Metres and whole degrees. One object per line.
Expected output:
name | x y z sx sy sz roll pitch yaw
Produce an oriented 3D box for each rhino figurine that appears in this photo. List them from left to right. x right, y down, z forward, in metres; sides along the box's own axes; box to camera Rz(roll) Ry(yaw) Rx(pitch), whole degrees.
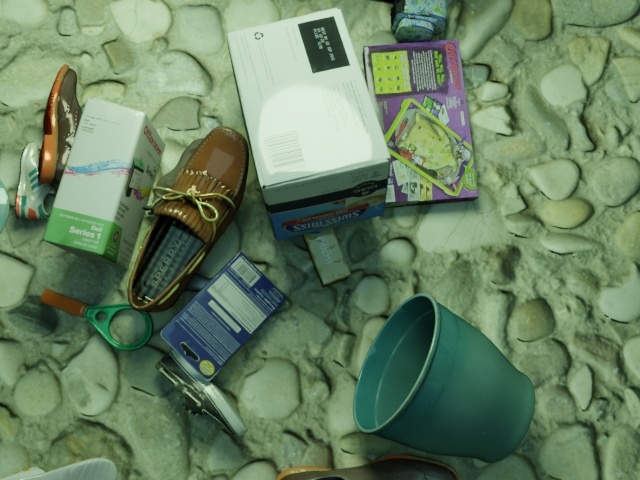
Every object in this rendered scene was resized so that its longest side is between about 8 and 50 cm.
rhino figurine | -0.274 -0.103 1.395 0.106 0.073 0.243 38 83 0

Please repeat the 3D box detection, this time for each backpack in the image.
backpack | 0.209 -0.466 1.457 0.114 0.105 0.084 3 85 -4

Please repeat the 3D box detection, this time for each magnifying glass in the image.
magnifying glass | -0.444 0.150 1.373 0.231 0.026 0.092 20 81 0

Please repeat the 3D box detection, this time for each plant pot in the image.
plant pot | 0.238 0.273 1.268 0.255 0.271 0.272 28 80 -13

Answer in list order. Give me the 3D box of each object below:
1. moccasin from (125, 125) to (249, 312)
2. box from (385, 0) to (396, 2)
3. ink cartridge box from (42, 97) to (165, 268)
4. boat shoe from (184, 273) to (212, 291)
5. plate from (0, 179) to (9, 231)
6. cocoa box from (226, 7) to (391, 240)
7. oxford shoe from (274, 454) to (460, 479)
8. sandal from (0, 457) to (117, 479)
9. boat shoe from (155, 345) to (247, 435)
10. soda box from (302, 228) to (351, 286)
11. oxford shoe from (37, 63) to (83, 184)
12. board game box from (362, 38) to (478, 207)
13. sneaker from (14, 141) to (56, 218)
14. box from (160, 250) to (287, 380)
moccasin | -0.252 -0.041 1.287 0.139 0.147 0.380 34 90 -1
box | 0.042 -0.794 1.406 0.479 0.297 0.472 11 82 -1
ink cartridge box | -0.405 -0.103 1.324 0.117 0.201 0.278 14 80 0
boat shoe | -0.271 0.083 1.381 0.125 0.038 0.046 12 80 0
plate | -0.730 -0.068 1.398 0.188 0.024 0.188 0 80 -1
cocoa box | -0.025 -0.215 1.309 0.231 0.228 0.347 -13 66 -4
oxford shoe | 0.090 0.478 1.279 0.363 0.133 0.130 -6 80 -3
sandal | -0.521 0.472 1.296 0.265 0.076 0.102 -10 96 -24
boat shoe | -0.230 0.302 1.331 0.070 0.078 0.219 -43 76 -9
soda box | 0.000 0.000 1.394 0.061 0.058 0.181 -21 81 -5
oxford shoe | -0.511 -0.232 1.405 0.098 0.097 0.271 9 67 -26
board game box | 0.207 -0.247 1.450 0.208 0.056 0.347 -5 81 1
sneaker | -0.574 -0.119 1.403 0.075 0.057 0.161 7 78 -19
box | -0.189 0.147 1.342 0.136 0.036 0.225 47 69 -7
